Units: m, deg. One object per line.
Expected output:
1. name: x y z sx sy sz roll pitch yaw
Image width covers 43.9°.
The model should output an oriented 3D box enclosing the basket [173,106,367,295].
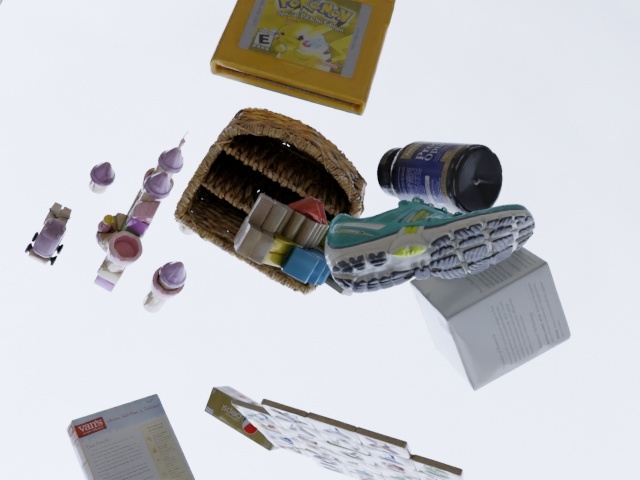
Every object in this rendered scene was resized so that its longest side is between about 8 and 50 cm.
1. basket: -0.074 -0.086 1.445 0.299 0.213 0.223 32 -150 -6

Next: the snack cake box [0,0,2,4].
1. snack cake box: -0.394 -0.351 0.853 0.152 0.089 0.264 24 -163 -29

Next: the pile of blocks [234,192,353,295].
1. pile of blocks: 0.000 0.000 1.250 0.149 0.113 0.362 33 -172 23

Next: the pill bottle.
1. pill bottle: 0.201 -0.113 1.393 0.122 0.123 0.219 -4 -170 -34

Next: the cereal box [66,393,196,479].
1. cereal box: -0.321 0.403 1.390 0.172 0.047 0.240 -11 -118 -39

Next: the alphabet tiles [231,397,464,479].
1. alphabet tiles: 0.044 0.274 1.006 0.285 0.343 0.011 13 -113 18

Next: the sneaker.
1. sneaker: 0.140 -0.016 1.035 0.275 0.107 0.110 -8 -128 4

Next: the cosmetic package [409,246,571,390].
1. cosmetic package: 0.270 0.110 1.275 0.183 0.152 0.151 -28 -155 -5

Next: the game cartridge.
1. game cartridge: -0.019 -0.398 1.451 0.285 0.053 0.324 15 -118 0

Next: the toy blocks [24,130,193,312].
1. toy blocks: -0.374 -0.061 1.601 0.308 0.260 0.289 28 -129 -14

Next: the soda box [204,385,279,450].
1. soda box: -0.149 0.365 1.638 0.181 0.058 0.061 24 -174 29
